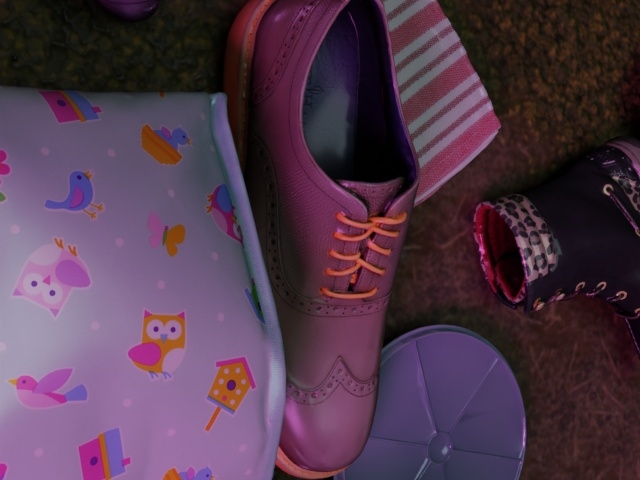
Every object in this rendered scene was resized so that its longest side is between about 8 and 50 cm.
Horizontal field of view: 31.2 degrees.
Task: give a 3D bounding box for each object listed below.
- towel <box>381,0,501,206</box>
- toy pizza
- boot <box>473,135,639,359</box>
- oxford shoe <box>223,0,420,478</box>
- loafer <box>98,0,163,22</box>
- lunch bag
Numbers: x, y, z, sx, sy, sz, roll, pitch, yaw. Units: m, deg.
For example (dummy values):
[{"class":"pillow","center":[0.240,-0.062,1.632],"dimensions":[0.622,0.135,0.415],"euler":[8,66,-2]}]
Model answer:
[{"class":"towel","center":[0.052,-0.127,0.913],"dimensions":[0.144,0.029,0.197],"euler":[-39,111,-22]},{"class":"toy pizza","center":[0.089,0.168,0.945],"dimensions":[0.201,0.032,0.201],"euler":[-2,94,-33]},{"class":"boot","center":[0.236,0.043,1.003],"dimensions":[0.178,0.085,0.236],"euler":[-21,97,-28]},{"class":"oxford shoe","center":[0.000,0.000,0.803],"dimensions":[0.130,0.133,0.363],"euler":[-8,99,-27]},{"class":"loafer","center":[-0.112,-0.295,0.778],"dimensions":[0.109,0.095,0.302],"euler":[10,81,-2]},{"class":"lunch bag","center":[-0.150,0.049,0.686],"dimensions":[0.223,0.160,0.262],"euler":[-4,78,-38]}]
